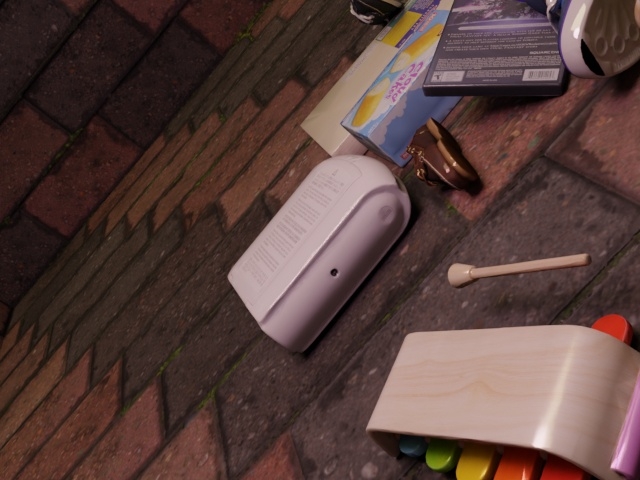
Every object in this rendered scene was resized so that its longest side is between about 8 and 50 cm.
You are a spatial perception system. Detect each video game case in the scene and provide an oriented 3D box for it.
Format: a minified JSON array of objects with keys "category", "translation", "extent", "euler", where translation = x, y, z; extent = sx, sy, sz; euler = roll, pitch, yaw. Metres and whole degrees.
[{"category":"video game case","translation":[0.280,-0.315,1.150],"extent":[0.196,0.026,0.274],"euler":[4,52,25]}]

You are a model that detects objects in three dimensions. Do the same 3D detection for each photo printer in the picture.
[{"category":"photo printer","translation":[0.000,0.000,1.212],"extent":[0.307,0.107,0.256],"euler":[-51,24,-1]}]

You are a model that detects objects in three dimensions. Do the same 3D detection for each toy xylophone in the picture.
[{"category":"toy xylophone","translation":[0.174,0.130,0.746],"extent":[0.322,0.081,0.236],"euler":[-1,54,60]}]

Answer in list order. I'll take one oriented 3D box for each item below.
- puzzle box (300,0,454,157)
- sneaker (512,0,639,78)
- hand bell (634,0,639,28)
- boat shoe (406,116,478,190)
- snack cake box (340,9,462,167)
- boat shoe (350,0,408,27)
[{"category":"puzzle box","translation":[0.137,-0.337,1.518],"extent":[0.409,0.052,0.272],"euler":[-48,23,7]},{"category":"sneaker","translation":[0.329,-0.322,1.035],"extent":[0.236,0.130,0.323],"euler":[-1,50,53]},{"category":"hand bell","translation":[0.406,-0.167,0.772],"extent":[0.126,0.126,0.242],"euler":[-31,44,38]},{"category":"boat shoe","translation":[0.171,-0.113,1.119],"extent":[0.073,0.073,0.207],"euler":[-46,17,16]},{"category":"snack cake box","translation":[0.168,-0.263,1.313],"extent":[0.264,0.089,0.152],"euler":[-50,23,2]},{"category":"boat shoe","translation":[0.115,-0.502,1.644],"extent":[0.091,0.114,0.302],"euler":[-51,-12,22]}]
